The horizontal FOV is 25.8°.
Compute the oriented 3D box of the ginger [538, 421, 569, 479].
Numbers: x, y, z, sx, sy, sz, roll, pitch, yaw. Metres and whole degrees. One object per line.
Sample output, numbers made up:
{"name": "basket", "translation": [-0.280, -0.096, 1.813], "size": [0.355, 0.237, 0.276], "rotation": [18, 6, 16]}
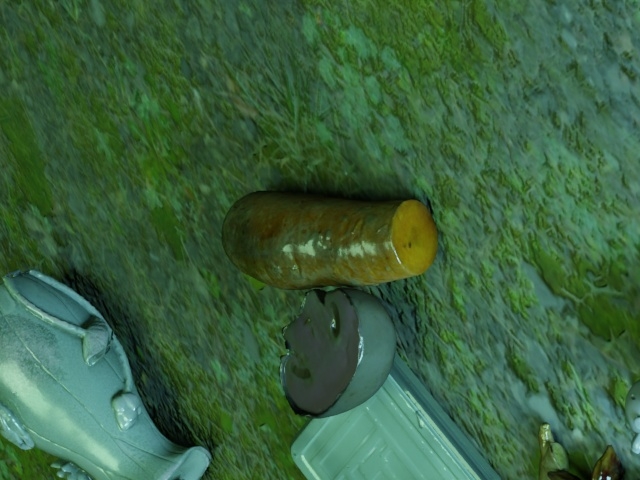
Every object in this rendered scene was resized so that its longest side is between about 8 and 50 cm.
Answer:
{"name": "ginger", "translation": [0.288, 0.271, 1.719], "size": [0.048, 0.030, 0.097], "rotation": [-149, 53, -65]}

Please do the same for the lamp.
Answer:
{"name": "lamp", "translation": [0.096, 0.313, 1.901], "size": [0.269, 0.047, 0.266], "rotation": [50, 132, 18]}

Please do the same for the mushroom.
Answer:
{"name": "mushroom", "translation": [0.031, 0.147, 1.795], "size": [0.188, 0.117, 0.141], "rotation": [-54, 39, 30]}

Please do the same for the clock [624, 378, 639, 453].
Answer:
{"name": "clock", "translation": [0.385, 0.142, 1.514], "size": [0.080, 0.117, 0.176], "rotation": [27, 122, 33]}

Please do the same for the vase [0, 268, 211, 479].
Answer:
{"name": "vase", "translation": [-0.378, 0.260, 2.208], "size": [0.445, 0.250, 0.250], "rotation": [44, 131, 17]}

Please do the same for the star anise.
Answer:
{"name": "star anise", "translation": [0.339, 0.326, 1.662], "size": [0.167, 0.057, 0.168], "rotation": [7, 107, 24]}

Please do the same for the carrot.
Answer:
{"name": "carrot", "translation": [0.000, 0.000, 1.813], "size": [0.301, 0.138, 0.139], "rotation": [-2, 105, 43]}
